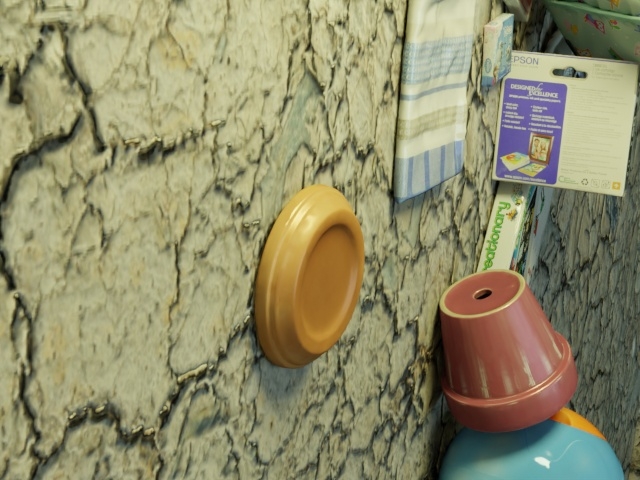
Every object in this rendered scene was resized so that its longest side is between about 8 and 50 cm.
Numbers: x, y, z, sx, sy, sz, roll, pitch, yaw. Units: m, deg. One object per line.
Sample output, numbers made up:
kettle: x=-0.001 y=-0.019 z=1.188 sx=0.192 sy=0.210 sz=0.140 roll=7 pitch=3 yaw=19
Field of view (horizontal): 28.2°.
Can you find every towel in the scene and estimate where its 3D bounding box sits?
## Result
towel: x=0.151 y=-0.202 z=1.630 sx=0.209 sy=0.034 sz=0.285 roll=-26 pitch=123 yaw=-62

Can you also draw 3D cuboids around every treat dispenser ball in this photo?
treat dispenser ball: x=0.324 y=0.390 z=1.961 sx=0.288 sy=0.288 sz=0.288 roll=10 pitch=90 yaw=-67

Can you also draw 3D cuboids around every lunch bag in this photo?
lunch bag: x=0.455 y=-0.339 z=1.899 sx=0.108 sy=0.279 sz=0.224 roll=-50 pitch=125 yaw=-10

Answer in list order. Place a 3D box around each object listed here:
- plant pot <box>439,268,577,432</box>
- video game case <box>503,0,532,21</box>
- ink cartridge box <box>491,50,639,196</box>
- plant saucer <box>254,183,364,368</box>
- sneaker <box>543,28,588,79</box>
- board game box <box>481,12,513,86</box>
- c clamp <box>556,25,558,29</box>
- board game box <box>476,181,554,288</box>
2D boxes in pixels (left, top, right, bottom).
plant pot: x=0.259 y=0.150 z=1.859 sx=0.201 sy=0.201 sz=0.180 roll=-53 pitch=130 yaw=-48
video game case: x=0.307 y=-0.494 z=1.883 sx=0.204 sy=0.025 sz=0.285 roll=34 pitch=68 yaw=-65
ink cartridge box: x=0.375 y=-0.182 z=1.945 sx=0.045 sy=0.206 sz=0.208 roll=-39 pitch=135 yaw=-65
plant saucer: x=-0.004 y=0.041 z=1.349 sx=0.200 sy=0.037 sz=0.199 roll=-37 pitch=133 yaw=-53
sneaker: x=0.462 y=-0.327 z=2.167 sx=0.281 sy=0.115 sz=0.105 roll=-60 pitch=150 yaw=-17
board game box: x=0.261 y=-0.281 z=1.871 sx=0.090 sy=0.020 sz=0.090 roll=-41 pitch=135 yaw=-56
c clamp: x=0.438 y=-0.371 z=2.246 sx=0.161 sy=0.022 sz=0.137 roll=-14 pitch=112 yaw=-65
board game box: x=0.327 y=-0.033 z=2.090 sx=0.193 sy=0.053 sz=0.305 roll=47 pitch=57 yaw=-63
